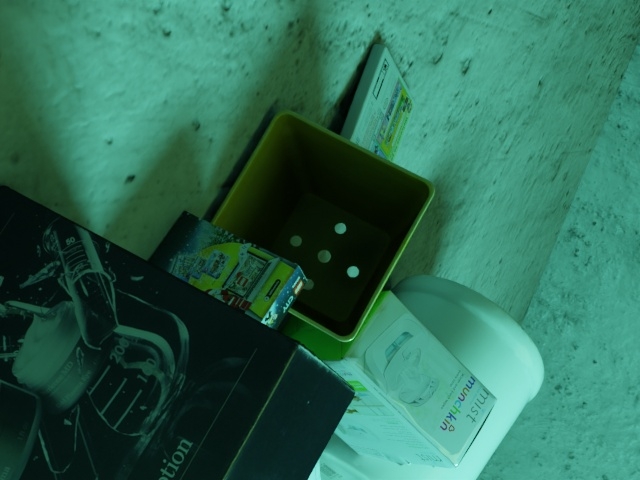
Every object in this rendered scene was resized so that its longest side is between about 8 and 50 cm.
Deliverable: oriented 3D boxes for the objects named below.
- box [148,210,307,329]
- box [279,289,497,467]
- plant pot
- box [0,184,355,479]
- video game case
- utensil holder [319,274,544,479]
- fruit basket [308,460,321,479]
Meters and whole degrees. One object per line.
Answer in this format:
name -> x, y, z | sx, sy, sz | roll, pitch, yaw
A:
box -> -0.143, 0.097, 0.971 | 0.233, 0.159, 0.044 | -56, 153, -17
box -> 0.073, 0.202, 1.296 | 0.126, 0.231, 0.262 | -53, -163, -24
plant pot -> 0.000, 0.000, 1.136 | 0.212, 0.212, 0.187 | -60, 169, -10
box -> -0.201, 0.184, 0.749 | 0.343, 0.313, 0.179 | -61, 156, -10
video game case -> 0.075, -0.146, 1.317 | 0.212, 0.023, 0.193 | -70, 157, -9
utensil holder -> 0.163, 0.309, 1.616 | 0.385, 0.328, 0.327 | -50, 153, -27
fruit basket -> -0.117, 0.508, 1.429 | 0.353, 0.165, 0.327 | -49, 152, -33
